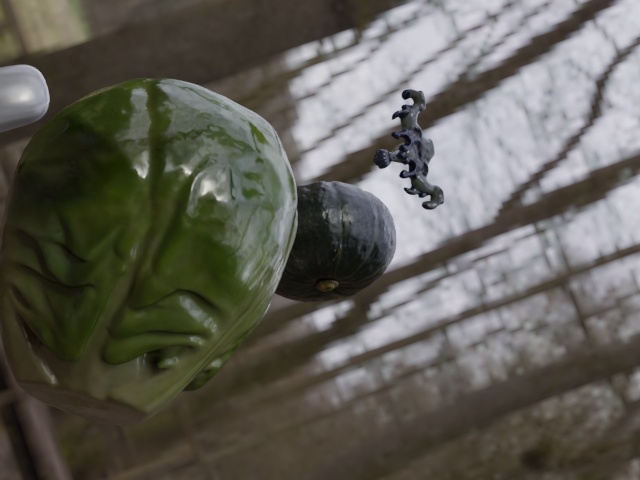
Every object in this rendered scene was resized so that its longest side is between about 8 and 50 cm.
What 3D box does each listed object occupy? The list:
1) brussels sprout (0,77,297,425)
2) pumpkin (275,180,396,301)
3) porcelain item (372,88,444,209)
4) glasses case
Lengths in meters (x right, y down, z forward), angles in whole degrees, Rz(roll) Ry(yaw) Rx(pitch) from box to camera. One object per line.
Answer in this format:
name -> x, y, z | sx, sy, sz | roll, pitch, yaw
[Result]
brussels sprout -> -0.184, 0.014, 1.875 | 0.281, 0.289, 0.354 | 63, 47, -84
pumpkin -> 0.000, 0.001, 2.600 | 0.211, 0.212, 0.152 | 87, 1, -71
porcelain item -> 0.091, -0.096, 2.051 | 0.021, 0.075, 0.136 | -1, -78, 62
glasses case -> -0.432, -0.164, 2.288 | 0.049, 0.197, 0.076 | 106, -33, -72
